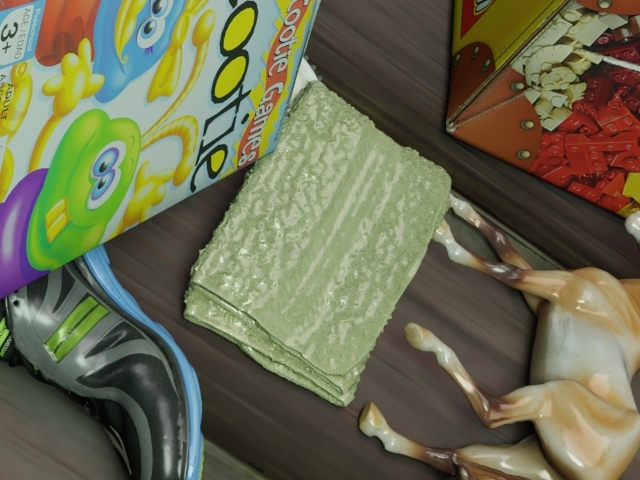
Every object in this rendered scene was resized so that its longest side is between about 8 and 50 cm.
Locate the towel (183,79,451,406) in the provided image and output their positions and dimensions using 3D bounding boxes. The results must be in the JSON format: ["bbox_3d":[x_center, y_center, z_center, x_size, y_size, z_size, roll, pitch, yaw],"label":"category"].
[{"bbox_3d":[0.000,0.000,0.810,0.110,0.027,0.148,35,67,-17],"label":"towel"}]

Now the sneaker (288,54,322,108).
[{"bbox_3d":[-0.060,-0.099,0.857,0.075,0.057,0.161,-32,85,-22],"label":"sneaker"}]

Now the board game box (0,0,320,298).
[{"bbox_3d":[-0.122,-0.091,0.665,0.144,0.142,0.275,27,28,16],"label":"board game box"}]

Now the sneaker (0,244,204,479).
[{"bbox_3d":[-0.116,0.046,0.702,0.078,0.067,0.188,-24,70,-36],"label":"sneaker"}]

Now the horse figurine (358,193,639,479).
[{"bbox_3d":[0.122,0.067,0.851,0.174,0.066,0.263,28,45,-9],"label":"horse figurine"}]

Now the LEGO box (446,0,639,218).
[{"bbox_3d":[0.299,-0.235,1.100,0.372,0.193,0.500,24,48,-20],"label":"LEGO box"}]
